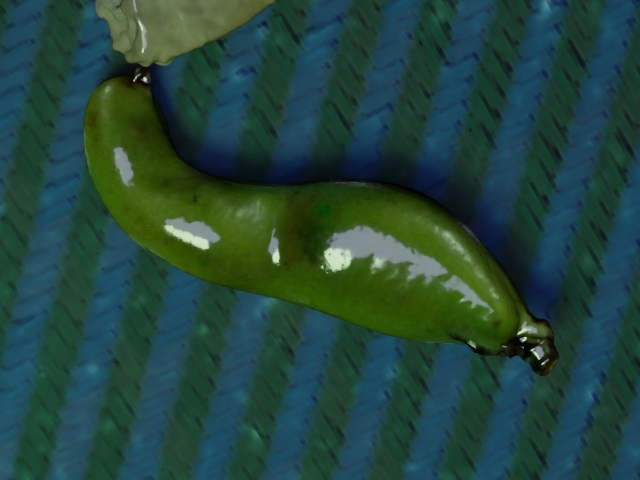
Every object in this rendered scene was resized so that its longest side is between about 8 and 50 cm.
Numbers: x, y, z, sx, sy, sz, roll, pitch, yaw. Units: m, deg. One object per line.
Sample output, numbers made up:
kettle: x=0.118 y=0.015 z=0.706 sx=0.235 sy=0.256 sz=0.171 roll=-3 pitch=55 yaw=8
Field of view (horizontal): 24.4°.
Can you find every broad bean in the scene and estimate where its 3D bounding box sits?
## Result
broad bean: x=0.000 y=0.000 z=0.592 sx=0.213 sy=0.048 sz=0.070 roll=26 pitch=96 yaw=-5

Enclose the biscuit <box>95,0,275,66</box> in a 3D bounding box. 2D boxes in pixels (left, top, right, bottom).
biscuit: x=-0.038 y=-0.196 z=0.553 sx=0.133 sy=0.032 sz=0.250 roll=-12 pitch=94 yaw=-25
